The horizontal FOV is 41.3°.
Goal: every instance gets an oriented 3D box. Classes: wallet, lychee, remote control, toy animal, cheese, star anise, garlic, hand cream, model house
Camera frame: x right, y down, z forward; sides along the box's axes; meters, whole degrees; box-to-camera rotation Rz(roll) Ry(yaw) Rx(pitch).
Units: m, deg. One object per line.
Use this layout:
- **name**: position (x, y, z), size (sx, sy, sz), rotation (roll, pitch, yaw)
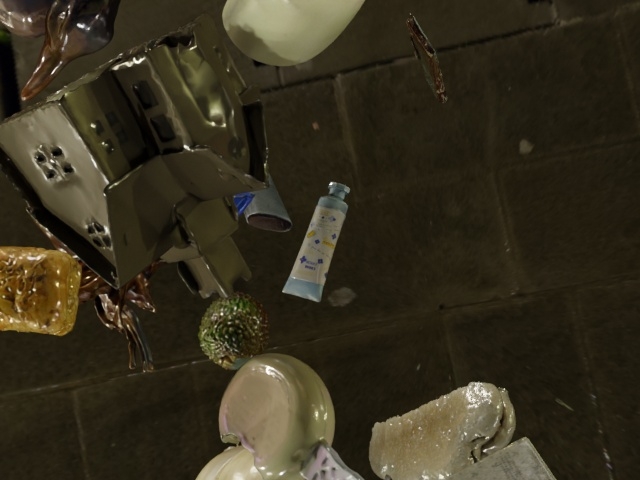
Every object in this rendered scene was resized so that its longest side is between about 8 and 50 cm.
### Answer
- **wallet**: position (0.239, -0.404, 1.908), size (0.031, 0.232, 0.122), rotation (-28, 67, 6)
- **lychee**: position (-0.186, 0.188, 1.834), size (0.171, 0.171, 0.171), rotation (-1, 85, 8)
- **remote control**: position (-0.155, -0.131, 1.981), size (0.107, 0.377, 0.044), rotation (7, 118, -21)
- **toy animal**: position (-0.243, -0.200, 0.631), size (0.185, 0.122, 0.298), rotation (-47, 47, 13)
- **cheese**: position (-0.032, 0.264, 1.120), size (0.163, 0.082, 0.286), rotation (-58, 42, 8)
- **star anise**: position (-0.350, 0.081, 1.378), size (0.148, 0.346, 0.237), rotation (9, 45, 43)
- **garlic**: position (-0.148, 0.548, 1.743), size (0.286, 0.249, 0.313), rotation (11, 60, 48)
- **hand cream**: position (0.000, 0.000, 1.199), size (0.065, 0.043, 0.170), rotation (13, 77, 32)
- **model house**: position (-0.126, -0.056, 0.783), size (0.204, 0.211, 0.243), rotation (-7, 118, 45)

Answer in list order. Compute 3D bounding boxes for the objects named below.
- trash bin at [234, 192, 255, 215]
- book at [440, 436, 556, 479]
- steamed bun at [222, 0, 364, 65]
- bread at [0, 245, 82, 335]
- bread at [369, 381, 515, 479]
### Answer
- **trash bin**: position (-0.213, -0.101, 1.144), size (0.184, 0.162, 0.234), rotation (-48, 65, 34)
- **book**: position (0.188, 0.402, 1.168), size (0.310, 0.217, 0.021), rotation (-28, 111, 2)
- **steamed bun**: position (-0.012, -0.355, 1.149), size (0.155, 0.200, 0.250), rotation (34, 54, -15)
- **bread**: position (-0.414, 0.063, 1.094), size (0.211, 0.083, 0.114), rotation (0, 80, 15)
- **bread**: position (0.216, 0.387, 1.561), size (0.337, 0.102, 0.183), rotation (-35, 39, 41)
